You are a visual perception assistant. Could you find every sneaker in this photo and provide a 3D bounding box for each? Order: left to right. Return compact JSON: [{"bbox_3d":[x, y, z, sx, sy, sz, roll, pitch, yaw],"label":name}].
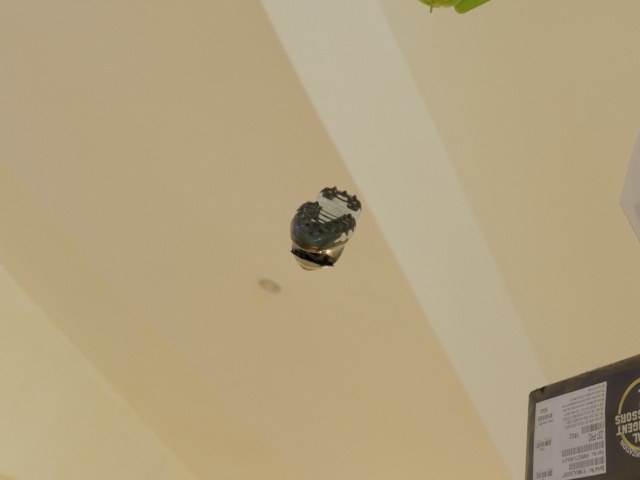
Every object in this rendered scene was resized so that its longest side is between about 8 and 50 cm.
[{"bbox_3d":[0.000,0.000,1.257,0.078,0.234,0.106,25,-75,4],"label":"sneaker"}]

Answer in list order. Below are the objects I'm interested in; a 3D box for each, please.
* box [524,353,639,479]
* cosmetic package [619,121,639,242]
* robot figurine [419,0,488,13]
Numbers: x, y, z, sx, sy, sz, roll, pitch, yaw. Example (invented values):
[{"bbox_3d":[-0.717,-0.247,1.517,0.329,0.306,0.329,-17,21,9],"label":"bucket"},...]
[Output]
[{"bbox_3d":[0.362,0.126,0.568,0.318,0.097,0.395,16,-26,-18],"label":"box"},{"bbox_3d":[0.400,-0.159,0.670,0.285,0.097,0.377,3,-59,-3],"label":"cosmetic package"},{"bbox_3d":[0.120,-0.258,0.874,0.067,0.115,0.101,1,-47,47],"label":"robot figurine"}]
